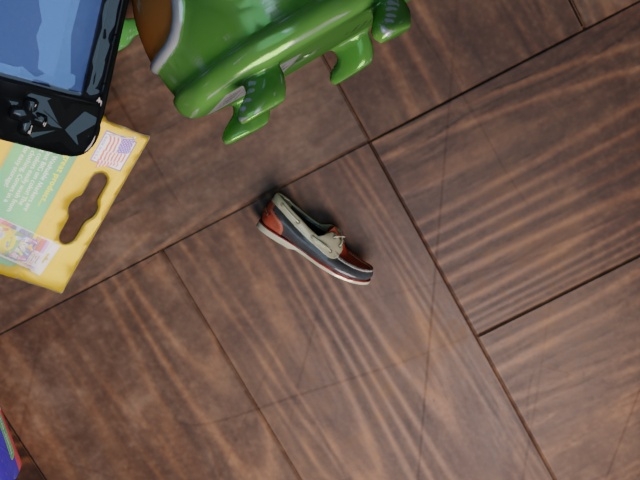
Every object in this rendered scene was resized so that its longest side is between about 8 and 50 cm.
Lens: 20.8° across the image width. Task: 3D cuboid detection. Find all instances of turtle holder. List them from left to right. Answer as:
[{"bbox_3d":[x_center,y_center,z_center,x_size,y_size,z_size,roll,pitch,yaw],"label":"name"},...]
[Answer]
[{"bbox_3d":[-0.030,-0.258,1.642,0.320,0.243,0.227,-31,90,11],"label":"turtle holder"}]

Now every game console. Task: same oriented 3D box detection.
[{"bbox_3d":[-0.303,-0.219,1.529,0.250,0.173,0.293,14,107,-2],"label":"game console"}]

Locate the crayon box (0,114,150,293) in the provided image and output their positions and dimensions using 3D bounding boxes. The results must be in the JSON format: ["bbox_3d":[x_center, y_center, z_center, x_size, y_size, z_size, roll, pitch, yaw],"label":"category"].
[{"bbox_3d":[-0.361,-0.090,1.738,0.323,0.083,0.203,21,109,-33],"label":"crayon box"}]

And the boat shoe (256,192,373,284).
[{"bbox_3d":[0.000,0.000,1.835,0.137,0.049,0.043,31,103,-5],"label":"boat shoe"}]

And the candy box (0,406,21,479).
[{"bbox_3d":[-0.513,0.182,1.850,0.317,0.122,0.268,-14,107,5],"label":"candy box"}]

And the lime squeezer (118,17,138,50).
[{"bbox_3d":[-0.236,-0.254,1.741,0.310,0.059,0.110,23,107,-7],"label":"lime squeezer"}]
